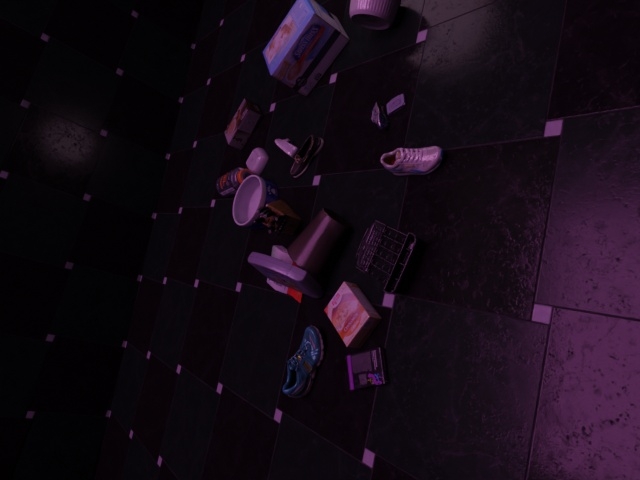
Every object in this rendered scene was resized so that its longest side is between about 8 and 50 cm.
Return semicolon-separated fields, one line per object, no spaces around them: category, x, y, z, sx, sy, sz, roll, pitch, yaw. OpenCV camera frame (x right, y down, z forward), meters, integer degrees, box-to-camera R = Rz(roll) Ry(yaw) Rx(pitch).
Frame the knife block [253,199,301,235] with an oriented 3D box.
knife block;-0.219;-0.116;1.928;0.088;0.242;0.276;-59;40;15

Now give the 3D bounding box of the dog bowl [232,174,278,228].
dog bowl;-0.331;-0.191;2.200;0.264;0.104;0.265;-21;62;45

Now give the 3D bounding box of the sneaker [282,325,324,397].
sneaker;-0.066;0.456;1.638;0.107;0.109;0.276;11;84;51

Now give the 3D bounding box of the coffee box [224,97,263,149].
coffee box;-0.446;-0.671;2.519;0.247;0.098;0.141;-50;44;26

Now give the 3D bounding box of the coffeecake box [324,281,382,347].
coffeecake box;0.110;0.260;1.534;0.142;0.068;0.185;-58;40;19

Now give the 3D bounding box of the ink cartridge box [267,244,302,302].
ink cartridge box;-0.147;0.142;1.866;0.224;0.056;0.181;33;117;51

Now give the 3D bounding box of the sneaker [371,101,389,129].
sneaker;0.227;-0.472;1.690;0.058;0.052;0.135;-43;39;45

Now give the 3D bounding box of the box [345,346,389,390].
box;0.153;0.430;1.452;0.162;0.029;0.116;-29;56;42

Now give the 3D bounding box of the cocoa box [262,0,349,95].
cocoa box;-0.078;-0.924;2.071;0.347;0.227;0.232;-45;46;30

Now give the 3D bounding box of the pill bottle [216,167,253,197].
pill bottle;-0.458;-0.319;2.370;0.245;0.130;0.131;-12;67;51

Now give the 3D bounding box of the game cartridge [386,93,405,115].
game cartridge;0.287;-0.518;1.654;0.083;0.017;0.056;-22;64;44

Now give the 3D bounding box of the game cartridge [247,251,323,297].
game cartridge;-0.146;0.133;1.730;0.297;0.198;0.062;17;74;35

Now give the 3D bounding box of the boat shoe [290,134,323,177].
boat shoe;-0.079;-0.388;1.999;0.228;0.068;0.081;-49;44;26

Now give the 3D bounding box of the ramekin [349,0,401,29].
ramekin;0.213;-0.935;1.756;0.207;0.207;0.109;24;105;51

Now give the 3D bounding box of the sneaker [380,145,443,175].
sneaker;0.308;-0.273;1.478;0.228;0.092;0.088;-6;70;48

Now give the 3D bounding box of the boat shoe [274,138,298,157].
boat shoe;-0.164;-0.467;2.140;0.063;0.066;0.184;-49;40;6

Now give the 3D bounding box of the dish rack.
dish rack;0.215;0.046;1.485;0.271;0.074;0.209;31;100;51

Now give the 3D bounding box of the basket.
basket;0.000;0.000;1.704;0.227;0.154;0.204;-54;43;16

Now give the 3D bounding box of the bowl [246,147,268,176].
bowl;-0.347;-0.427;2.349;0.142;0.053;0.142;-54;43;19
